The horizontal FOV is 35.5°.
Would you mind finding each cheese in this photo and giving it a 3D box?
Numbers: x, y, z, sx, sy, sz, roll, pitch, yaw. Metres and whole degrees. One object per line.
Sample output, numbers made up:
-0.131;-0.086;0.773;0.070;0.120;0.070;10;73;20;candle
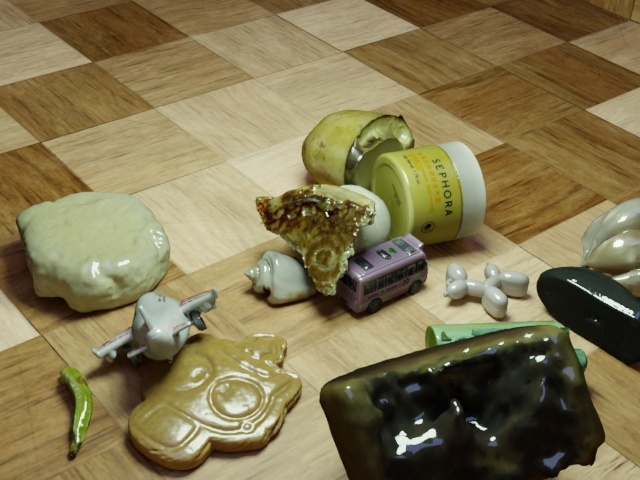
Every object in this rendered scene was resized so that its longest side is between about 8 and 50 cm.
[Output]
-0.477;0.016;2.065;0.326;0.115;0.318;10;36;12;cheese
0.059;-0.033;2.148;0.189;0.154;0.198;-29;40;-34;cheese

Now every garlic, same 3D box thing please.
0.688;0.022;2.180;0.292;0.210;0.237;10;70;2;garlic

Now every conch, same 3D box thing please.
-0.071;0.081;2.061;0.176;0.094;0.104;20;14;-25;conch

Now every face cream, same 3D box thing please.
0.233;-0.099;2.204;0.179;0.218;0.218;-11;38;-19;face cream

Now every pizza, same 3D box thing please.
-0.096;-0.080;2.307;0.099;0.029;0.100;-4;36;-12;pizza

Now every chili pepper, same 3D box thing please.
-0.422;0.288;1.746;0.049;0.043;0.208;3;34;-24;chili pepper

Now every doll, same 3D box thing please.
0.333;0.094;2.081;0.160;0.059;0.161;27;42;29;doll

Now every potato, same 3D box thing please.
0.068;-0.209;2.364;0.243;0.242;0.285;23;43;25;potato

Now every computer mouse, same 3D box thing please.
0.555;0.132;1.982;0.086;0.137;0.270;-32;47;-27;computer mouse

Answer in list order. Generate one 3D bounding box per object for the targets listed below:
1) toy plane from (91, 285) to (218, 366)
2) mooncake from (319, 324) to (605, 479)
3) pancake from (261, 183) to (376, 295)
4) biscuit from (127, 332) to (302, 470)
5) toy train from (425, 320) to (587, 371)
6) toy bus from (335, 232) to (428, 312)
-0.297;0.155;1.829;0.252;0.118;0.252;-27;7;4;toy plane
0.221;0.278;1.556;0.394;0.246;0.393;-14;3;33;mooncake
0.000;0.000;2.024;0.266;0.244;0.057;-13;-19;31;pancake
-0.180;0.269;1.792;0.269;0.051;0.376;24;39;23;biscuit
0.339;0.202;1.871;0.308;0.126;0.189;-2;35;-7;toy train
0.127;0.065;2.057;0.199;0.108;0.096;-22;43;-32;toy bus
